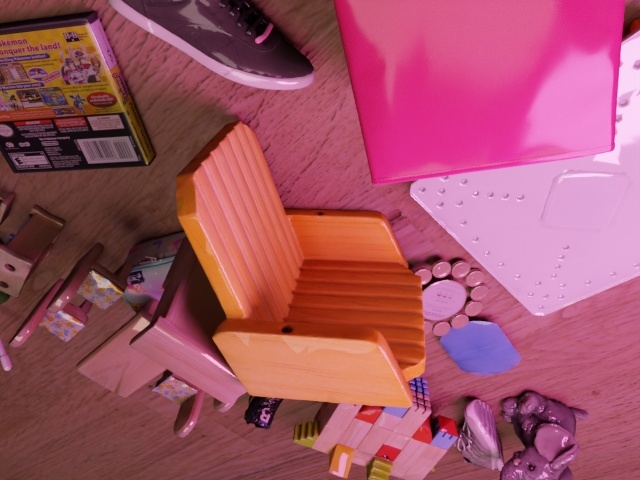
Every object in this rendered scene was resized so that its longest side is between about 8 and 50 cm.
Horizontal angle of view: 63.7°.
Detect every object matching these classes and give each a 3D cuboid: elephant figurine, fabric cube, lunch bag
[{"bbox_3d":[0.494,0.478,1.147,0.169,0.239,0.186,38,126,-21],"label":"elephant figurine"},{"bbox_3d":[0.162,-0.249,0.570,0.255,0.259,0.258,-7,127,17],"label":"fabric cube"},{"bbox_3d":[-0.263,0.113,1.053,0.224,0.107,0.279,-11,127,19],"label":"lunch bag"}]

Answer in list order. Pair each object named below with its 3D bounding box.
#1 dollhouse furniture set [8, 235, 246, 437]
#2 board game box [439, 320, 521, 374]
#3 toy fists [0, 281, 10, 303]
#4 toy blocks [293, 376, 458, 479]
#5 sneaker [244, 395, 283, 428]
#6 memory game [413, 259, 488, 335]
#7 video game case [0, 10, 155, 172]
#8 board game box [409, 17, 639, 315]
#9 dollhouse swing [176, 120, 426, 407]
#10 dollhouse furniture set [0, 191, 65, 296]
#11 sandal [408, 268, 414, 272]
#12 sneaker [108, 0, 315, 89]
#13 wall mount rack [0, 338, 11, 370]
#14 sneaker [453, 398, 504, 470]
[{"bbox_3d":[-0.284,0.188,0.883,0.394,0.256,0.362,-37,116,26],"label":"dollhouse furniture set"},{"bbox_3d":[0.337,0.219,1.092,0.133,0.033,0.168,-25,117,33],"label":"board game box"},{"bbox_3d":[-0.741,0.023,1.042,0.096,0.142,0.279,-31,120,15],"label":"toy fists"},{"bbox_3d":[0.163,0.423,1.223,0.382,0.190,0.260,22,119,-8],"label":"toy blocks"},{"bbox_3d":[-0.114,0.389,1.257,0.079,0.121,0.217,28,129,-15],"label":"sneaker"},{"bbox_3d":[0.234,0.113,0.995,0.187,0.012,0.186,-5,122,-8],"label":"memory game"},{"bbox_3d":[-0.440,-0.227,0.841,0.275,0.035,0.248,-1,130,12],"label":"video game case"},{"bbox_3d":[0.410,-0.074,0.812,0.390,0.050,0.390,40,126,-23],"label":"board game box"},{"bbox_3d":[0.000,0.000,0.765,0.316,0.346,0.304,2,119,8],"label":"dollhouse swing"},{"bbox_3d":[-0.631,-0.007,1.000,0.184,0.129,0.129,31,128,-18],"label":"dollhouse furniture set"},{"bbox_3d":[0.131,0.150,1.051,0.097,0.054,0.254,19,131,-7],"label":"sandal"},{"bbox_3d":[-0.125,-0.311,0.664,0.296,0.104,0.146,26,135,-7],"label":"sneaker"},{"bbox_3d":[-0.897,0.219,1.243,0.350,0.130,0.304,-32,119,32],"label":"wall mount rack"},{"bbox_3d":[0.380,0.495,1.272,0.116,0.105,0.281,-11,128,19],"label":"sneaker"}]
